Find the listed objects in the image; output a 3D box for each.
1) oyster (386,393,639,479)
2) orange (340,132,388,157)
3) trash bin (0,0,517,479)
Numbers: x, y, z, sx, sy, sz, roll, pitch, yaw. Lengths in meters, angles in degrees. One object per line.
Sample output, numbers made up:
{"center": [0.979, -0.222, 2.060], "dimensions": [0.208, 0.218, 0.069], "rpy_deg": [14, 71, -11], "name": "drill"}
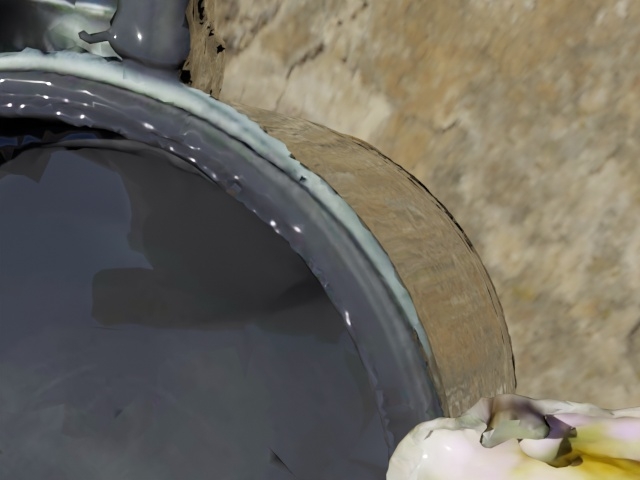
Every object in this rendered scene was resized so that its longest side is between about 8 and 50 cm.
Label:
{"center": [0.145, 0.155, 0.388], "dimensions": [0.107, 0.201, 0.354], "rpy_deg": [-50, 122, -52], "name": "oyster"}
{"center": [0.000, 0.000, 1.237], "dimensions": [0.156, 0.124, 0.156], "rpy_deg": [14, 72, -49], "name": "orange"}
{"center": [-0.053, 0.061, 0.542], "dimensions": [0.217, 0.262, 0.277], "rpy_deg": [11, 94, 10], "name": "trash bin"}
